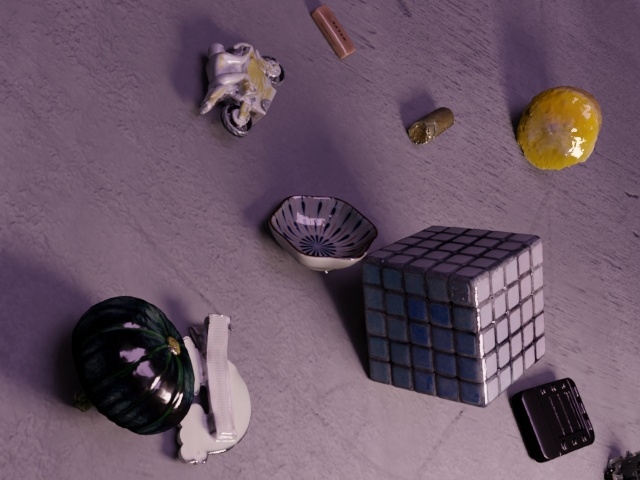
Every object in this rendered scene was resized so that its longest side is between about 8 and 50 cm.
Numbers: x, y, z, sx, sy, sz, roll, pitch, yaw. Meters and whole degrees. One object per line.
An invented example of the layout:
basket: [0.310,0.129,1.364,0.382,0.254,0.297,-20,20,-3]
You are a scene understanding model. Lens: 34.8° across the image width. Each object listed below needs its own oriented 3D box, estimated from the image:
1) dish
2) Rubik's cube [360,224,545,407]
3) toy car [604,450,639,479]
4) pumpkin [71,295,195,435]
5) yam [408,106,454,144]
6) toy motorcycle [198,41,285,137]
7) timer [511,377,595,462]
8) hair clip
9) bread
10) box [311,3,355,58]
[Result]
dish: [0.000,0.000,1.742,0.190,0.066,0.191,10,35,-7]
Rubik's cube: [0.233,0.118,1.750,0.238,0.236,0.237,-26,115,-48]
toy car: [0.646,0.528,2.090,0.100,0.097,0.191,42,44,-21]
pumpkin: [-0.246,0.165,1.362,0.194,0.150,0.194,26,55,-46]
yam: [0.238,-0.244,2.163,0.054,0.054,0.132,58,40,-2]
toy motorcycle: [-0.144,-0.278,1.782,0.151,0.074,0.229,43,45,-15]
timer: [0.465,0.359,2.044,0.187,0.055,0.144,-5,70,-42]
hair clip: [-0.156,0.219,1.500,0.140,0.054,0.220,14,61,-45]
bread: [0.571,-0.271,2.425,0.197,0.197,0.170,60,30,0]
box: [0.027,-0.426,2.077,0.115,0.025,0.048,57,42,-4]
